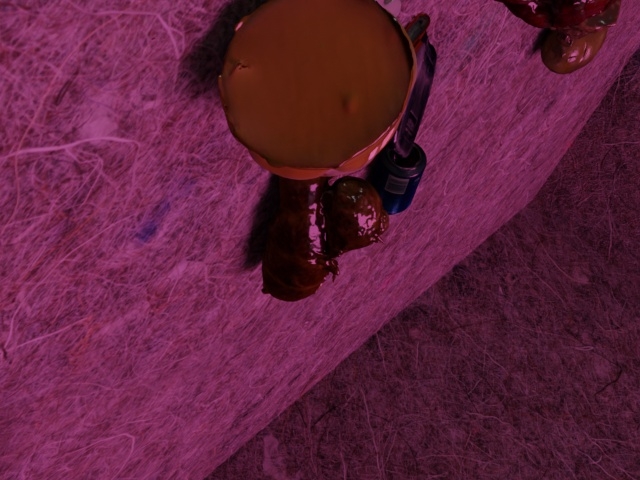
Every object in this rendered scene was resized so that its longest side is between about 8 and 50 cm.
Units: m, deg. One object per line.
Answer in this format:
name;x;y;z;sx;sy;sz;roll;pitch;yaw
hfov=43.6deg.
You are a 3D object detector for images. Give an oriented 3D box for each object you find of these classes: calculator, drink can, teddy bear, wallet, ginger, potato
calculator;0.179;-0.287;1.599;0.177;0.040;0.268;17;90;-71
drink can;0.186;-0.152;1.972;0.118;0.118;0.205;-38;162;-26
teddy bear;0.641;-0.627;1.989;0.246;0.222;0.296;-42;120;3
wallet;0.123;-0.314;1.470;0.142;0.045;0.204;-54;-176;-30
ginger;0.000;0.000;1.670;0.418;0.254;0.176;114;-8;-47
potato;0.728;-0.573;2.302;0.248;0.143;0.169;-42;-159;-30

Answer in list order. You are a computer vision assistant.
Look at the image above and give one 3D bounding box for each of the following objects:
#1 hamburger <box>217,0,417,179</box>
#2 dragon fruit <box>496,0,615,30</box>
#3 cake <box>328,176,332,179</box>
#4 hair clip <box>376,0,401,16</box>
hamburger;-0.002;-0.217;1.149;0.276;0.276;0.237;-48;179;5
dragon fruit;0.395;-0.518;1.330;0.329;0.329;0.329;-42;162;-16
cake;0.057;-0.200;1.686;0.109;0.090;0.225;-39;180;-32
hair clip;0.051;-0.368;1.253;0.146;0.075;0.257;-43;159;3
